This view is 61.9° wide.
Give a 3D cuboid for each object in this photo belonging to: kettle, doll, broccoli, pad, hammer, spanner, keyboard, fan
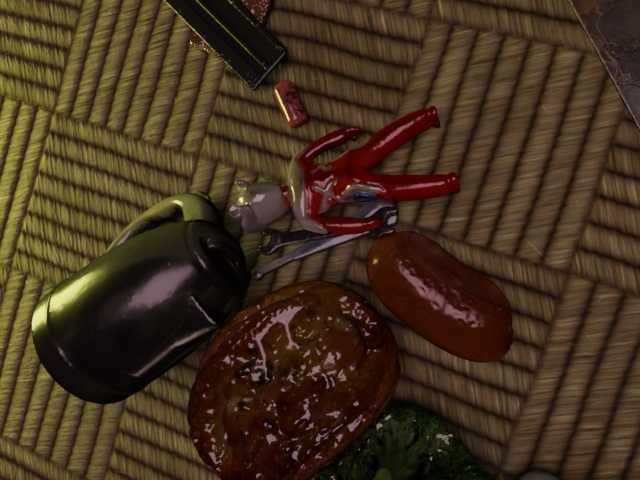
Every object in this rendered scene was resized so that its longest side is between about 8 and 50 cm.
[{"bbox_3d":[-0.275,0.063,0.903,0.324,0.228,0.321,-33,47,14],"label":"kettle"},{"bbox_3d":[0.023,-0.094,0.876,0.383,0.099,0.189,-13,66,12],"label":"doll"},{"bbox_3d":[0.123,0.396,0.773,0.307,0.275,0.308,-12,52,16],"label":"broccoli"},{"bbox_3d":[0.564,-0.269,0.786,0.247,0.007,0.368,-25,83,13],"label":"pad"},{"bbox_3d":[-0.051,-0.236,0.926,0.043,0.043,0.083,-26,82,13],"label":"hammer"},{"bbox_3d":[0.008,-0.014,0.901,0.254,0.015,0.054,-10,70,18],"label":"spanner"},{"bbox_3d":[-0.216,-0.425,0.948,0.103,0.041,0.381,-45,86,10],"label":"keyboard"},{"bbox_3d":[0.000,0.000,0.922,0.282,0.023,0.057,-24,85,12],"label":"fan"}]

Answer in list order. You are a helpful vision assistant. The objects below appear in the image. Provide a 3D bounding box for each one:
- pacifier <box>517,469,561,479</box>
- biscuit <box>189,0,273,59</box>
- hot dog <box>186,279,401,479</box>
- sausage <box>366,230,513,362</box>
[{"bbox_3d":[0.364,0.433,0.753,0.226,0.287,0.239,49,126,51],"label":"pacifier"},{"bbox_3d":[-0.142,-0.438,0.956,0.131,0.025,0.231,26,96,13],"label":"biscuit"},{"bbox_3d":[-0.058,0.239,0.853,0.387,0.174,0.267,-43,66,10],"label":"hot dog"},{"bbox_3d":[0.179,0.089,0.821,0.258,0.133,0.133,36,98,7],"label":"sausage"}]
